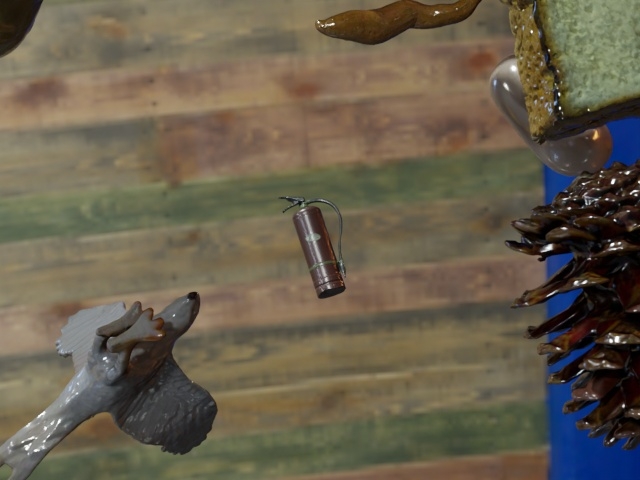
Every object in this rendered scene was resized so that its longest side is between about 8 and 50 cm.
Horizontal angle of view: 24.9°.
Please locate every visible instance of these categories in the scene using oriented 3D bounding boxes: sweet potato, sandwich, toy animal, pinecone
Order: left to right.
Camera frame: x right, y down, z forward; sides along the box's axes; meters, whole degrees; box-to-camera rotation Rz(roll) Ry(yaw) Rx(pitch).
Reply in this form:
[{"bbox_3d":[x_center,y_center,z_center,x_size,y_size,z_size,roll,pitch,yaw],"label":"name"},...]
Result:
[{"bbox_3d":[-0.264,0.164,1.582,0.225,0.302,0.284,46,53,11],"label":"toy animal"},{"bbox_3d":[0.078,-0.221,1.445,0.179,0.044,0.044,-11,20,-18],"label":"sweet potato"},{"bbox_3d":[0.322,-0.264,1.638,0.248,0.273,0.095,-11,-14,-16],"label":"sandwich"},{"bbox_3d":[0.308,0.069,1.388,0.246,0.292,0.246,-7,-4,-1],"label":"pinecone"}]

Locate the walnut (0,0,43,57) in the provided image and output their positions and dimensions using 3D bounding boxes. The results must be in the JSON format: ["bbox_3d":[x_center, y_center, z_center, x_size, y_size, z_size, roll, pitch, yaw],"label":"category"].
[{"bbox_3d":[-0.379,-0.318,1.427,0.276,0.282,0.253,16,-9,-35],"label":"walnut"}]

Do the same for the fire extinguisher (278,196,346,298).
[{"bbox_3d":[0.000,0.000,2.060,0.078,0.157,0.045,-17,-15,-5],"label":"fire extinguisher"}]

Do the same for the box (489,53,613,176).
[{"bbox_3d":[0.316,-0.172,1.992,0.200,0.088,0.146,53,25,21],"label":"box"}]
